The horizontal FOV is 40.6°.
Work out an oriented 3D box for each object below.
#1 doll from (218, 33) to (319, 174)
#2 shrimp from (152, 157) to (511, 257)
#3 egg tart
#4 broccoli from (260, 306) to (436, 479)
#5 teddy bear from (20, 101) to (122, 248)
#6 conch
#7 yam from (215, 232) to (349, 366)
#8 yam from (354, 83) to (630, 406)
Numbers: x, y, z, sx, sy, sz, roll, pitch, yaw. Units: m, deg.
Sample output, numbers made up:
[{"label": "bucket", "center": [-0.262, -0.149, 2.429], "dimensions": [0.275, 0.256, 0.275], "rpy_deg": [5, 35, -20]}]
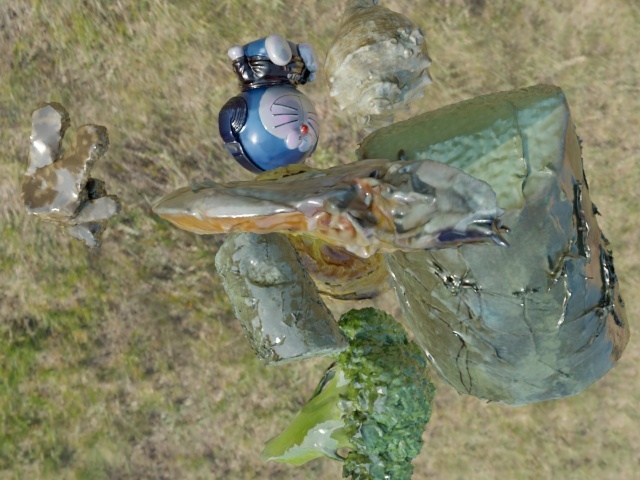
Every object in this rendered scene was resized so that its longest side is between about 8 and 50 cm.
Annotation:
[{"label": "doll", "center": [-0.116, -0.303, 2.028], "dimensions": [0.284, 0.240, 0.310], "rpy_deg": [-5, 89, -46]}, {"label": "shrimp", "center": [-0.009, -0.019, 0.555], "dimensions": [0.164, 0.317, 0.062], "rpy_deg": [-6, 95, -29]}, {"label": "egg tart", "center": [0.000, 0.000, 1.393], "dimensions": [0.297, 0.297, 0.132], "rpy_deg": [5, 139, -29]}, {"label": "broccoli", "center": [0.076, 0.277, 1.343], "dimensions": [0.186, 0.254, 0.302], "rpy_deg": [-1, 121, -39]}, {"label": "teddy bear", "center": [-0.519, -0.131, 1.867], "dimensions": [0.296, 0.246, 0.222], "rpy_deg": [-65, 162, 14]}, {"label": "conch", "center": [0.140, -0.379, 1.840], "dimensions": [0.210, 0.352, 0.297], "rpy_deg": [8, 146, 16]}, {"label": "yam", "center": [-0.052, 0.064, 0.990], "dimensions": [0.107, 0.183, 0.107], "rpy_deg": [-27, 168, -6]}, {"label": "yam", "center": [0.157, 0.001, 0.750], "dimensions": [0.202, 0.201, 0.271], "rpy_deg": [-24, 118, 0]}]
